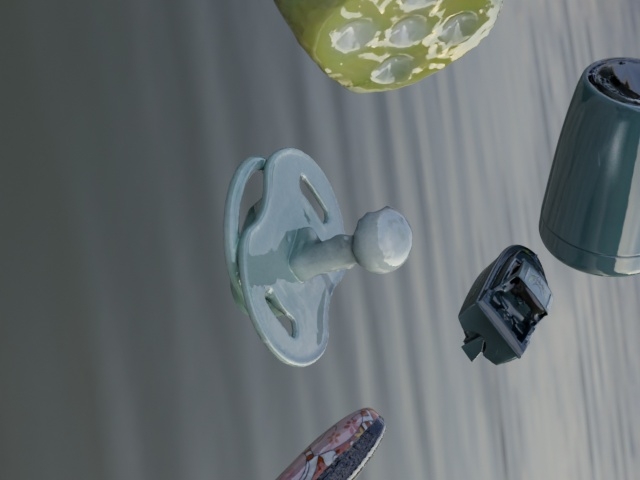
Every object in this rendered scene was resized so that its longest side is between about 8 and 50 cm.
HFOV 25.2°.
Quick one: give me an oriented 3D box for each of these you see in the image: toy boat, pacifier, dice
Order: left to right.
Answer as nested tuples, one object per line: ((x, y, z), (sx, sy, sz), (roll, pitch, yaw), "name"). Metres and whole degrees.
((0.000, 0.000, 0.892), (0.127, 0.116, 0.150), (58, 36, -30), "pacifier")
((0.054, -0.250, 1.304), (0.169, 0.169, 0.166), (33, 32, -52), "dice")
((0.144, 0.039, 1.066), (0.055, 0.060, 0.141), (52, 29, -6), "toy boat")

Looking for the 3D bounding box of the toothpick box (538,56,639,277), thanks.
((0.269, -0.069, 1.295), (0.120, 0.120, 0.184), (-71, 169, -53), "toothpick box")

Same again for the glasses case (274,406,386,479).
((-0.025, 0.292, 1.627), (0.266, 0.067, 0.103), (-43, 174, -21), "glasses case")
